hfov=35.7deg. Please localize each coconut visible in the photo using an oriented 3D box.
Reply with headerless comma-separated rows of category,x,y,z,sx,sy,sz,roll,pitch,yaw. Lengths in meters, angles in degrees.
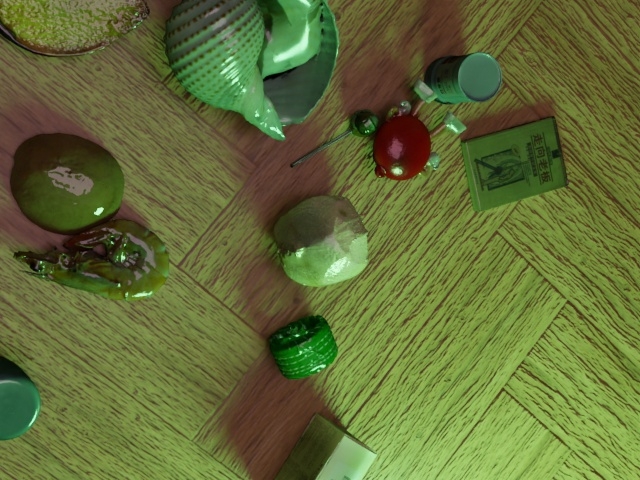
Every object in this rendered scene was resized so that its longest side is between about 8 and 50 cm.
coconut,0.000,0.003,1.939,0.194,0.194,0.194,-2,97,-20

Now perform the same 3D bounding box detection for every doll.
doll,0.185,-0.202,2.033,0.183,0.085,0.217,43,78,-27

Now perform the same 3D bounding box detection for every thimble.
thimble,-0.035,0.214,1.983,0.130,0.118,0.090,-20,108,10

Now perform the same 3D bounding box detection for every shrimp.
shrimp,-0.416,0.026,1.845,0.287,0.063,0.152,14,94,-26

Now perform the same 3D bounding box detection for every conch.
conch,-0.131,-0.361,1.837,0.303,0.215,0.319,-33,137,-8

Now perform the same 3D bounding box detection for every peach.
peach,-0.447,-0.422,1.776,0.279,0.068,0.189,4,105,-15

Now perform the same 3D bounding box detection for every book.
book,0.423,-0.165,2.155,0.231,0.026,0.161,-17,101,-18

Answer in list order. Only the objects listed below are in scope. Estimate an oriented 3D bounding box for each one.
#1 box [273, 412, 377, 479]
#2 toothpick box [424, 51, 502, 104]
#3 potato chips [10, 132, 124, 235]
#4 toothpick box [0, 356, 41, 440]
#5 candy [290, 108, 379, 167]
box,-0.002,0.473,1.993,0.095,0.168,0.212,35,84,-18
toothpick box,0.288,-0.328,2.020,0.101,0.153,0.101,-2,96,-20
potato chips,-0.461,-0.105,1.820,0.195,0.062,0.208,-37,110,-10
toothpick box,-0.568,0.270,1.757,0.120,0.184,0.120,-4,100,-24
candy,0.027,-0.199,1.998,0.202,0.061,0.061,-31,105,-6
